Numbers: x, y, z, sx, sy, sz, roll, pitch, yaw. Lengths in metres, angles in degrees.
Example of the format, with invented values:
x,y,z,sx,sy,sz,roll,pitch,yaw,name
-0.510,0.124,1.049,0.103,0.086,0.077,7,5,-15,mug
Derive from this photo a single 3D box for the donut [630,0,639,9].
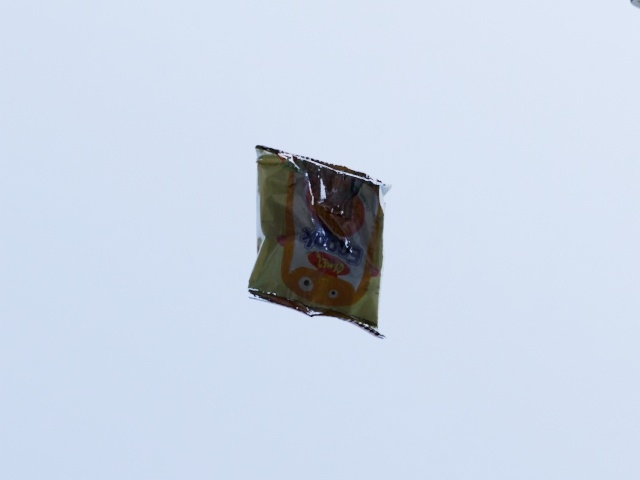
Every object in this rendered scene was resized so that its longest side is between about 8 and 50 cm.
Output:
x,y,z,sx,sy,sz,roll,pitch,yaw,name
0.301,-0.353,1.483,0.360,0.170,0.360,1,-66,2,donut

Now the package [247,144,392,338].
x,y,z,sx,sy,sz,roll,pitch,yaw,name
0.000,-0.002,1.248,0.108,0.031,0.121,17,-117,-31,package
